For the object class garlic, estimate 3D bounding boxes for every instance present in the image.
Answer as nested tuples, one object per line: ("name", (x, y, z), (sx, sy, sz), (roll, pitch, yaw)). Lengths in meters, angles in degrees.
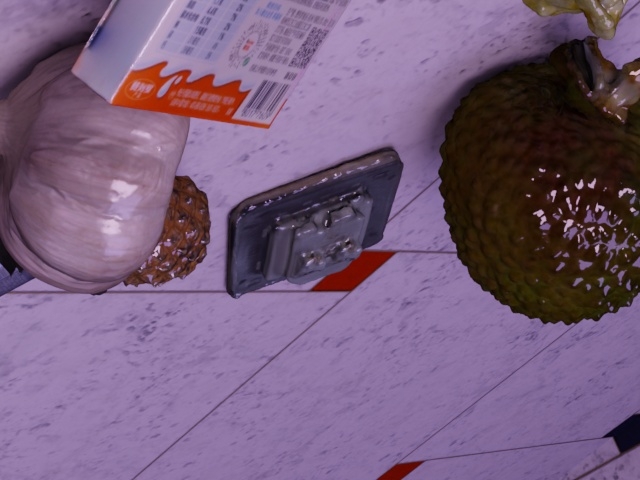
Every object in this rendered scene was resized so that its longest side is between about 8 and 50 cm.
("garlic", (-0.216, -0.073, 1.514), (0.212, 0.219, 0.218), (19, 141, -12))

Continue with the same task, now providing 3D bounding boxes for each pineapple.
("pineapple", (-0.204, -0.012, 1.701), (0.237, 0.119, 0.111), (-4, 139, -55))

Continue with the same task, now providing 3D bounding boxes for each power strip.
("power strip", (0.000, 0.000, 2.037), (0.198, 0.065, 0.213), (-21, 158, -13))

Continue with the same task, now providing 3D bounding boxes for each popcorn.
("popcorn", (0.228, -0.259, 1.681), (0.141, 0.162, 0.135), (-9, -163, 10))

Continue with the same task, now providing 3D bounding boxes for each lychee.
("lychee", (0.248, -0.062, 1.942), (0.270, 0.270, 0.320), (-6, 111, -44))

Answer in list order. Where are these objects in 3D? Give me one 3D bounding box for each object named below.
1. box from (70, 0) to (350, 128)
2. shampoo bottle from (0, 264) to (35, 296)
("box", (-0.037, -0.208, 1.391), (0.265, 0.048, 0.273), (-56, 161, 12))
("shampoo bottle", (-0.355, 0.053, 1.740), (0.233, 0.049, 0.087), (-28, 160, -2))
